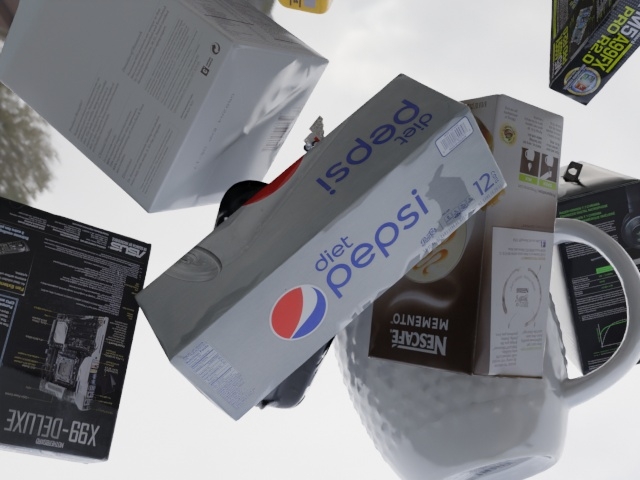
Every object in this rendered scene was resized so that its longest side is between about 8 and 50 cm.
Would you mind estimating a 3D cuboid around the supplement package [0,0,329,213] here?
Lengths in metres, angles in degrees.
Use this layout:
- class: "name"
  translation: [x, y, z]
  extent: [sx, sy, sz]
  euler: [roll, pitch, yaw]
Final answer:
- class: "supplement package"
  translation: [-0.175, -0.193, 0.848]
  extent: [0.263, 0.199, 0.198]
  euler: [39, -157, 18]

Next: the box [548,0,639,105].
- class: "box"
  translation: [0.372, -0.335, 0.951]
  extent: [0.060, 0.216, 0.270]
  euler: [22, -130, -8]

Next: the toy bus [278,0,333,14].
- class: "toy bus"
  translation: [-0.029, -0.614, 1.471]
  extent: [0.130, 0.332, 0.108]
  euler: [15, -129, 9]

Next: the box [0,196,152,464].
- class: "box"
  translation: [-0.341, 0.077, 0.761]
  extent: [0.076, 0.307, 0.242]
  euler: [-26, -128, 51]

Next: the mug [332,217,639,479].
- class: "mug"
  translation: [0.197, 0.109, 0.915]
  extent: [0.374, 0.276, 0.328]
  euler: [-24, -121, 18]

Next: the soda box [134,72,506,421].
- class: "soda box"
  translation: [0.000, 0.000, 0.600]
  extent: [0.286, 0.091, 0.098]
  euler: [-40, -142, -4]

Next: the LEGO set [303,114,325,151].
- class: "LEGO set"
  translation: [0.062, -0.076, 1.136]
  extent: [0.182, 0.244, 0.060]
  euler: [31, -111, 23]

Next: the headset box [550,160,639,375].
- class: "headset box"
  translation: [0.398, 0.022, 1.161]
  extent: [0.131, 0.283, 0.246]
  euler: [-14, -169, 3]

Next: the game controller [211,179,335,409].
- class: "game controller"
  translation: [-0.060, 0.073, 0.849]
  extent: [0.166, 0.319, 0.067]
  euler: [30, -137, 9]

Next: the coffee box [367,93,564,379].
- class: "coffee box"
  translation: [0.137, 0.000, 0.726]
  extent: [0.141, 0.098, 0.246]
  euler: [-1, -98, 53]
